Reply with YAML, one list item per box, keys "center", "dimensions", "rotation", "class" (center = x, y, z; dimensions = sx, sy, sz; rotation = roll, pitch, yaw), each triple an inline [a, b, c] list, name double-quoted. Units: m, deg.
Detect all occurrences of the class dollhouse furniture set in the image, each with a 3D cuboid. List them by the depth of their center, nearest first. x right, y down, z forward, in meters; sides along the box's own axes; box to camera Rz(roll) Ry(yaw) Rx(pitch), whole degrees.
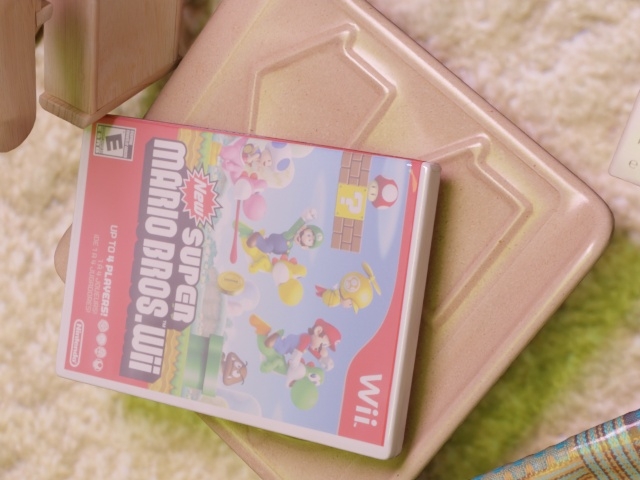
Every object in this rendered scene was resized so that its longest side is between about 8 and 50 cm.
- center: [-0.283, -0.236, 1.059]
  dimensions: [0.355, 0.303, 0.174]
  rotation: [26, 132, 21]
  class: "dollhouse furniture set"

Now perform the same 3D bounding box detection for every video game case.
- center: [-0.061, 0.026, 1.019]
  dimensions: [0.285, 0.025, 0.204]
  rotation: [10, 96, 27]
  class: "video game case"

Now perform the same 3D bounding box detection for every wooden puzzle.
- center: [0.000, 0.000, 1.046]
  dimensions: [0.348, 0.080, 0.322]
  rotation: [44, 109, 20]
  class: "wooden puzzle"

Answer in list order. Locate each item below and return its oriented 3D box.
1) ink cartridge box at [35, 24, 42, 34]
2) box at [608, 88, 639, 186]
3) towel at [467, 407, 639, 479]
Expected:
- center: [-0.355, -0.142, 1.103]
  dimensions: [0.088, 0.234, 0.193]
  rotation: [48, 111, 18]
  class: "ink cartridge box"
- center: [0.286, -0.125, 0.863]
  dimensions: [0.126, 0.148, 0.232]
  rotation: [24, 104, 21]
  class: "box"
- center: [0.150, 0.277, 0.968]
  dimensions: [0.370, 0.040, 0.271]
  rotation: [-27, 104, 23]
  class: "towel"
